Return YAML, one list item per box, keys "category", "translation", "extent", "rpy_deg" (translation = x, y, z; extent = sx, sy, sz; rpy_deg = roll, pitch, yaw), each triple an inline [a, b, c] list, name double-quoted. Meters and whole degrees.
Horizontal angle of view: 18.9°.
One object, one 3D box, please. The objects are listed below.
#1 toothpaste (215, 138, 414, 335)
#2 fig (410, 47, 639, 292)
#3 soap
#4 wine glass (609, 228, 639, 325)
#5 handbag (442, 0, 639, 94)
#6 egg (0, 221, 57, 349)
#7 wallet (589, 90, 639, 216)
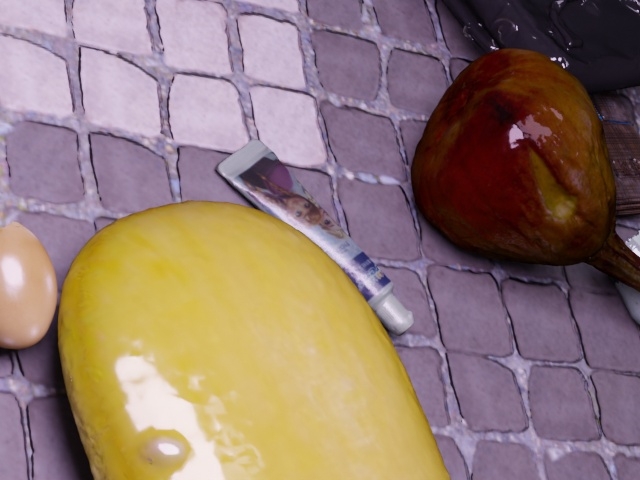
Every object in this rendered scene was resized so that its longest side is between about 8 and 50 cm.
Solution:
- category: "toothpaste"
  translation: [0.000, 0.000, 1.662]
  extent: [0.216, 0.037, 0.062]
  rpy_deg: [46, 46, 5]
- category: "fig"
  translation: [0.227, -0.049, 1.733]
  extent: [0.290, 0.190, 0.190]
  rpy_deg: [27, 45, 6]
- category: "soap"
  translation: [-0.038, 0.161, 1.467]
  extent: [0.306, 0.115, 0.427]
  rpy_deg: [-11, 68, -36]
- category: "wine glass"
  translation: [0.350, 0.078, 1.838]
  extent: [0.079, 0.079, 0.195]
  rpy_deg: [-30, 81, -45]
- category: "handbag"
  translation: [0.240, -0.243, 1.927]
  extent: [0.275, 0.088, 0.244]
  rpy_deg: [-12, 59, -47]
- category: "egg"
  translation: [-0.236, 0.035, 1.430]
  extent: [0.080, 0.080, 0.096]
  rpy_deg: [-8, 80, -40]
- category: "wallet"
  translation: [0.256, -0.125, 1.930]
  extent: [0.124, 0.042, 0.230]
  rpy_deg: [-3, 57, -37]
